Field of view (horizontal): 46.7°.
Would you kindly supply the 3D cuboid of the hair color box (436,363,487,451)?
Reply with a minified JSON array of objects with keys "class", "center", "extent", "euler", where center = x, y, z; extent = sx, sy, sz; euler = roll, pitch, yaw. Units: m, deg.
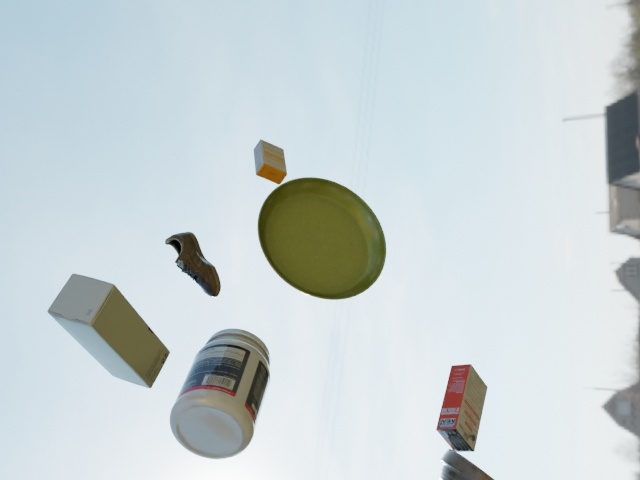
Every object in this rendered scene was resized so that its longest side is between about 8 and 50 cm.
[{"class":"hair color box","center":[0.312,0.366,1.629],"extent":[0.093,0.053,0.167],"euler":[52,-138,-30]}]

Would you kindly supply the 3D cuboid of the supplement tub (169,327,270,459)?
[{"class":"supplement tub","center":[-0.223,0.350,1.723],"extent":[0.272,0.191,0.191],"euler":[-74,-27,-60]}]

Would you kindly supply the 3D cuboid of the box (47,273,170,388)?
[{"class":"box","center":[-0.409,0.184,1.466],"extent":[0.275,0.113,0.094],"euler":[71,-142,-52]}]

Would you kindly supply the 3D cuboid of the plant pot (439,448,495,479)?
[{"class":"plant pot","center":[0.314,0.529,1.461],"extent":[0.109,0.237,0.237],"euler":[-48,-38,-11]}]

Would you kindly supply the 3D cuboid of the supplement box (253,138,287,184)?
[{"class":"supplement box","center":[-0.112,-0.174,1.644],"extent":[0.062,0.036,0.098],"euler":[22,-145,-26]}]

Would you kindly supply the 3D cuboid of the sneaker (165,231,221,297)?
[{"class":"sneaker","center":[-0.297,0.061,1.712],"extent":[0.071,0.188,0.066],"euler":[-10,-37,-37]}]

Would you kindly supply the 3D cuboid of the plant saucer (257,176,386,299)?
[{"class":"plant saucer","center":[0.000,0.000,1.308],"extent":[0.037,0.241,0.241],"euler":[127,162,-56]}]
